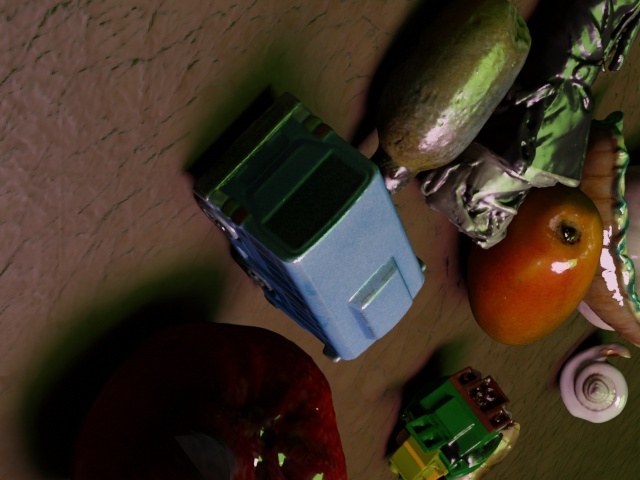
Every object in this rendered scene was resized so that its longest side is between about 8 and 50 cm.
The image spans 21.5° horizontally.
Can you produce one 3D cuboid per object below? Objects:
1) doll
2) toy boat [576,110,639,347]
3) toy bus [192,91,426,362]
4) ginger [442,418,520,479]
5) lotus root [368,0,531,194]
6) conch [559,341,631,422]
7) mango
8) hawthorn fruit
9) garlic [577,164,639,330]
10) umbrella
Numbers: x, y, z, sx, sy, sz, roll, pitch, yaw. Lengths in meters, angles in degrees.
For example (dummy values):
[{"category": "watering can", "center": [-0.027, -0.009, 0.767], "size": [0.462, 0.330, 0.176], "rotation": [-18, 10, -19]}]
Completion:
[{"category": "doll", "center": [0.137, 0.219, 1.898], "size": [0.134, 0.106, 0.186], "rotation": [-33, 165, -24]}, {"category": "toy boat", "center": [0.314, 0.011, 1.806], "size": [0.099, 0.108, 0.293], "rotation": [-19, 108, -8]}, {"category": "toy bus", "center": [0.000, 0.000, 1.357], "size": [0.116, 0.133, 0.234], "rotation": [-47, 154, -9]}, {"category": "ginger", "center": [0.188, 0.317, 2.170], "size": [0.214, 0.059, 0.133], "rotation": [-54, 146, 1]}, {"category": "lotus root", "center": [0.103, -0.121, 1.424], "size": [0.192, 0.088, 0.113], "rotation": [-55, 161, 9]}, {"category": "conch", "center": [0.381, 0.189, 2.277], "size": [0.176, 0.094, 0.104], "rotation": [-1, 86, -63]}, {"category": "mango", "center": [0.216, 0.033, 1.748], "size": [0.289, 0.129, 0.146], "rotation": [93, 5, -61]}, {"category": "hawthorn fruit", "center": [-0.105, 0.203, 1.383], "size": [0.230, 0.210, 0.266], "rotation": [-28, 158, -45]}, {"category": "garlic", "center": [0.358, -0.011, 1.938], "size": [0.143, 0.178, 0.229], "rotation": [49, 60, -33]}, {"category": "umbrella", "center": [0.226, -0.153, 1.560], "size": [0.358, 0.106, 0.113], "rotation": [-57, 150, 13]}]
